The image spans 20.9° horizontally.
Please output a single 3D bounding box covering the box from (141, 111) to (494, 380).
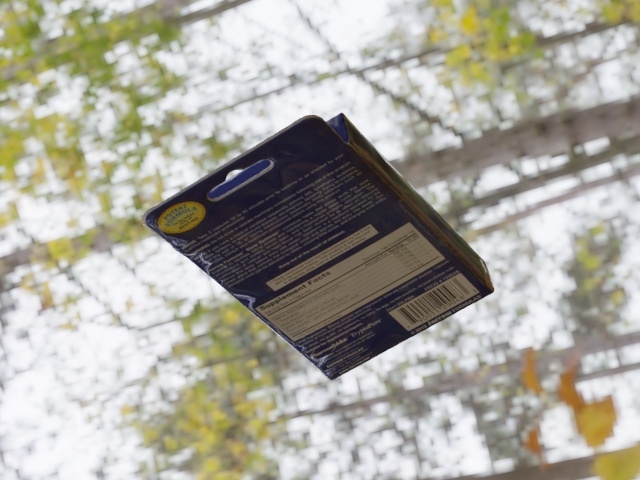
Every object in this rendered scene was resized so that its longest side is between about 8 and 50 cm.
[{"bbox_3d":[0.000,0.000,1.119,0.225,0.136,0.036,43,-155,-44],"label":"box"}]
